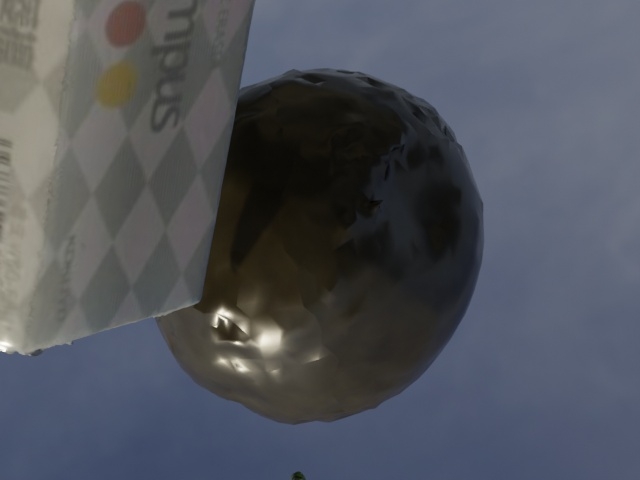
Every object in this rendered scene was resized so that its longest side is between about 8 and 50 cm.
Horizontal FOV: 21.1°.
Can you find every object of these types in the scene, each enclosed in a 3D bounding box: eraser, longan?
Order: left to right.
[{"bbox_3d":[-0.156,-0.117,1.220,0.213,0.396,0.082,-16,-143,-43],"label":"eraser"},{"bbox_3d":[-0.005,0.002,2.063,0.404,0.404,0.435,24,-95,42],"label":"longan"}]

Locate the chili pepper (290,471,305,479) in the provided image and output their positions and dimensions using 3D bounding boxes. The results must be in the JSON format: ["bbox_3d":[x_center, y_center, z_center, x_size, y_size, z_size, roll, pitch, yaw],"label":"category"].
[{"bbox_3d":[-0.029,0.234,1.493,0.030,0.017,0.083,-40,-163,45],"label":"chili pepper"}]
